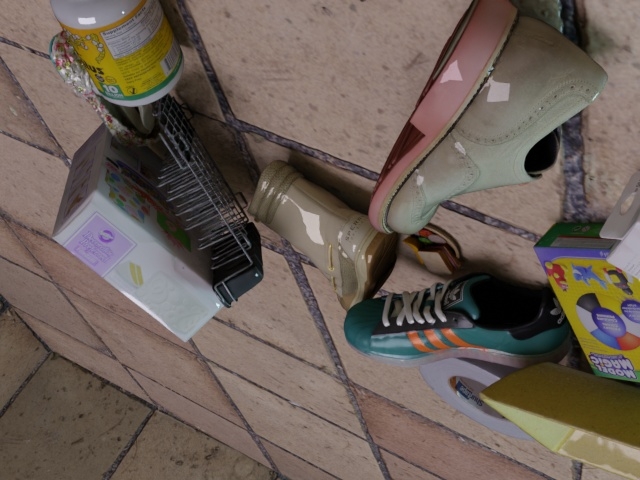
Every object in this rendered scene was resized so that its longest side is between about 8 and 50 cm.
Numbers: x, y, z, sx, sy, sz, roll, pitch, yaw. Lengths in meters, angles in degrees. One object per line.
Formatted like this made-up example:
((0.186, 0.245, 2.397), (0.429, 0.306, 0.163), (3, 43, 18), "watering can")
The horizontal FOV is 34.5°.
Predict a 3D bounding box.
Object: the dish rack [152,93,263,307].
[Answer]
((-0.161, -0.065, 1.378), (0.271, 0.074, 0.208), (60, -176, -19), "dish rack")

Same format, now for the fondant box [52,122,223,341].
((-0.255, -0.028, 1.499), (0.238, 0.096, 0.330), (42, -168, -22), "fondant box")

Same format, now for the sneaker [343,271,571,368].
((0.168, 0.092, 1.335), (0.302, 0.108, 0.121), (-1, 138, 19), "sneaker")

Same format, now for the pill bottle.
((-0.245, -0.264, 1.207), (0.118, 0.117, 0.208), (23, 155, 25), "pill bottle")

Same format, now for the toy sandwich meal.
((0.145, 0.013, 1.346), (0.086, 0.029, 0.085), (29, 157, 13), "toy sandwich meal")

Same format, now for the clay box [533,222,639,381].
((0.337, 0.083, 1.138), (0.127, 0.053, 0.222), (1, 127, 53), "clay box")

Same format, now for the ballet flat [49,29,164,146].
((-0.282, -0.209, 1.426), (0.077, 0.091, 0.241), (14, 161, 25), "ballet flat")

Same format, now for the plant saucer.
((0.409, 0.249, 1.298), (0.333, 0.081, 0.333), (15, 165, 34), "plant saucer")

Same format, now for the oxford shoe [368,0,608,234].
((0.148, -0.081, 1.021), (0.147, 0.140, 0.397), (26, 160, 1), "oxford shoe")

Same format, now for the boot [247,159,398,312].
((0.000, 0.000, 1.438), (0.203, 0.095, 0.262), (33, 163, 12), "boot")

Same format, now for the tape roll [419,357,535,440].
((0.257, 0.208, 1.532), (0.219, 0.072, 0.219), (28, 157, 13), "tape roll")

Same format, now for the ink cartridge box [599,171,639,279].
((0.343, -0.006, 0.956), (0.143, 0.092, 0.090), (30, 157, 9), "ink cartridge box")

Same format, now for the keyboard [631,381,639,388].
((0.419, 0.180, 1.299), (0.072, 0.014, 0.256), (10, 153, 44), "keyboard")
